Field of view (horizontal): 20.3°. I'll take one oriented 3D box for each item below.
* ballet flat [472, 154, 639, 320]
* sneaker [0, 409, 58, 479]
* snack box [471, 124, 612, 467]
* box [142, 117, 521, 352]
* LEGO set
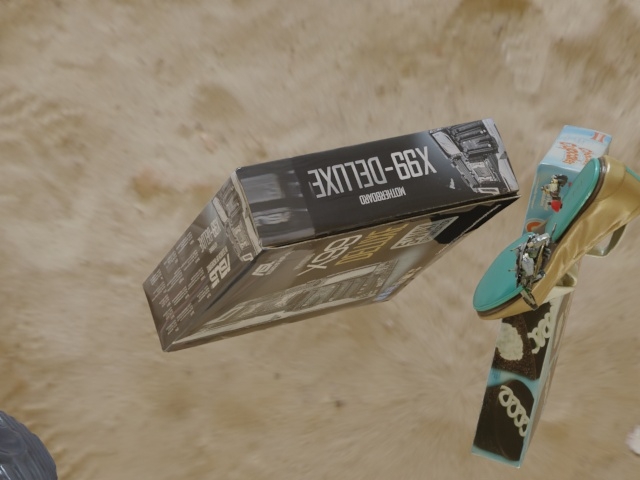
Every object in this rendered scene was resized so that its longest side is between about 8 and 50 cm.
[{"bbox_3d":[0.232,0.013,1.701,0.073,0.232,0.080,23,44,-17],"label":"ballet flat"},{"bbox_3d":[-0.285,0.147,0.858,0.112,0.319,0.131,51,130,42],"label":"sneaker"},{"bbox_3d":[0.232,0.054,1.868,0.060,0.187,0.322,15,109,11],"label":"snack box"},{"bbox_3d":[0.000,0.000,1.572,0.242,0.307,0.077,-13,76,-25],"label":"box"},{"bbox_3d":[0.126,0.000,1.058,0.023,0.054,0.083,14,95,14],"label":"LEGO set"}]
